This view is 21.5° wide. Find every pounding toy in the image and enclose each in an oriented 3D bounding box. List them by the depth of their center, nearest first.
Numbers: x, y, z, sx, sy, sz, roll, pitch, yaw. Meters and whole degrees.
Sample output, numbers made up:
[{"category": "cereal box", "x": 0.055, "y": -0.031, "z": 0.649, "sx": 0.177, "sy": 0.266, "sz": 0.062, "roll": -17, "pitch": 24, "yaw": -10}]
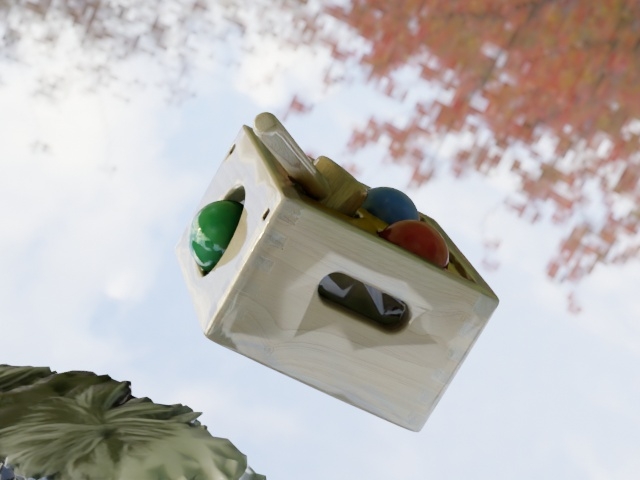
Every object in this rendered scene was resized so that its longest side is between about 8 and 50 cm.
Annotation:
[{"category": "pounding toy", "x": 0.000, "y": 0.000, "z": 0.743, "sx": 0.141, "sy": 0.100, "sz": 0.130, "roll": 26, "pitch": -168, "yaw": -20}]

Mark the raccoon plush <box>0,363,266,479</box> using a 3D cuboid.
[{"category": "raccoon plush", "x": -0.227, "y": 0.202, "z": 0.764, "sx": 0.446, "sy": 0.299, "sz": 0.216, "roll": 16, "pitch": -152, "yaw": 40}]
